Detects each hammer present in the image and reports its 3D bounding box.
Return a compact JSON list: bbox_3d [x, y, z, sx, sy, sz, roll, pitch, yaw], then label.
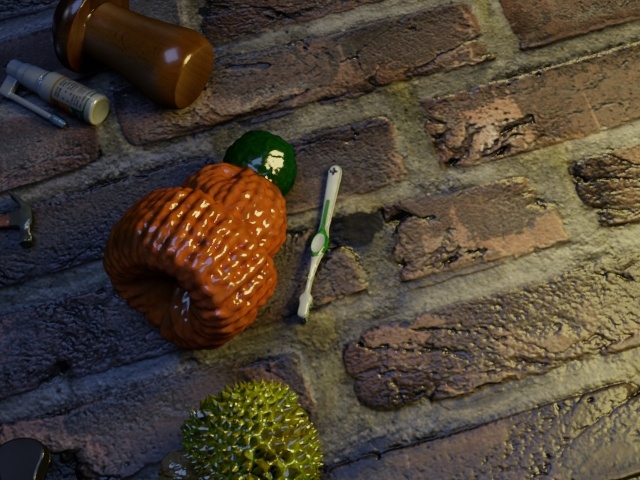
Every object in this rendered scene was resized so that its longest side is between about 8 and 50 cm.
[{"bbox_3d":[-0.655,-0.020,1.960,0.288,0.033,0.111,-9,63,3],"label":"hammer"}]

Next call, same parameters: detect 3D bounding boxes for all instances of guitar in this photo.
[{"bbox_3d":[-0.466,0.441,1.696,0.084,0.038,0.271,-10,62,4],"label":"guitar"}]

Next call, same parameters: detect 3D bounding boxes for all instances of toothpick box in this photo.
[{"bbox_3d":[-0.353,-0.365,2.020,0.294,0.192,0.192,28,69,13],"label":"toothpick box"}]

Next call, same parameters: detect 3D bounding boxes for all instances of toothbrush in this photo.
[{"bbox_3d":[0.000,-0.001,1.870,0.030,0.030,0.304,7,64,11],"label":"toothbrush"}]

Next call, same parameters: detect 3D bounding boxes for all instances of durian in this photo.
[{"bbox_3d":[-0.095,0.315,1.634,0.176,0.200,0.237,-36,50,19],"label":"durian"}]

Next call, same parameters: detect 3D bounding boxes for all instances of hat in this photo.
[{"bbox_3d":[-0.142,-0.010,1.798,0.285,0.285,0.400,35,53,22],"label":"hat"}]

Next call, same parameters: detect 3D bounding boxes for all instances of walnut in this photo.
[{"bbox_3d":[-0.204,0.361,1.680,0.096,0.082,0.079,10,79,-32],"label":"walnut"}]

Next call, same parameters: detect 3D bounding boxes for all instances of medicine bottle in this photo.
[{"bbox_3d":[-0.508,-0.273,2.060,0.221,0.061,0.092,27,88,20],"label":"medicine bottle"}]
